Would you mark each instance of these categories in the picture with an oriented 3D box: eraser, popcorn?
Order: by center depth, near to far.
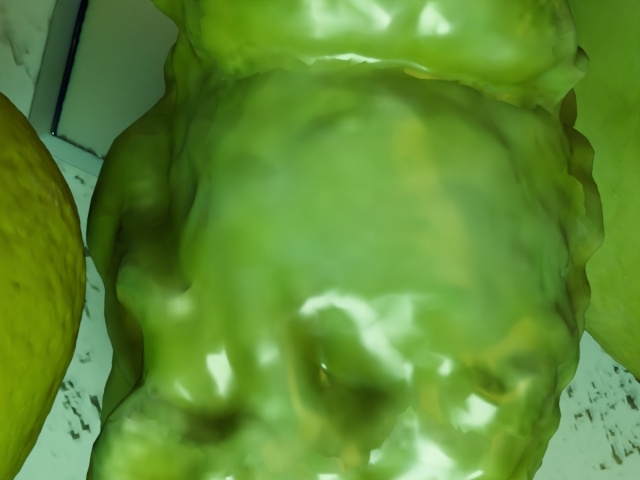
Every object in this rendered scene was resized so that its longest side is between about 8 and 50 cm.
[{"bbox_3d":[0.000,0.000,0.667,0.173,0.225,0.286,6,92,-11],"label":"popcorn"},{"bbox_3d":[-0.051,-0.062,0.788,0.150,0.023,0.104,26,65,-38],"label":"eraser"}]

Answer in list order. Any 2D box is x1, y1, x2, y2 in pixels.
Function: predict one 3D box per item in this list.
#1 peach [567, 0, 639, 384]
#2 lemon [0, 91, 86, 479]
[{"bbox_3d":[0.255,-0.066,0.895,0.281,0.314,0.316,-50,140,-64],"label":"peach"},{"bbox_3d":[-0.161,0.026,0.567,0.170,0.170,0.207,51,52,-24],"label":"lemon"}]
